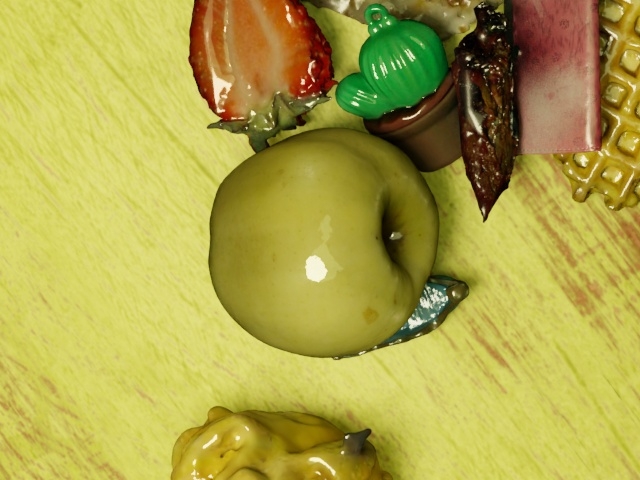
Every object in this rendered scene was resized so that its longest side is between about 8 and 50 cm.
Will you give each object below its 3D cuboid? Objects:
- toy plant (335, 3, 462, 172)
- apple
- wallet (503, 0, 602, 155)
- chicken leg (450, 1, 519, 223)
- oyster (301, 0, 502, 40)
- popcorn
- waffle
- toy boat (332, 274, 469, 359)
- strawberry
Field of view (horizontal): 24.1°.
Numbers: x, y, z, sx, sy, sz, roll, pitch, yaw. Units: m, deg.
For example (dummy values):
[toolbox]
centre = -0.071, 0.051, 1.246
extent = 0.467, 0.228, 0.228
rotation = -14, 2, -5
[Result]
[toy plant]
centre = 0.089, -0.172, 1.689
extent = 0.143, 0.105, 0.200
rotation = -25, 108, 26
[apple]
centre = 0.000, 0.000, 1.657
extent = 0.262, 0.262, 0.262
rotation = 2, 101, 9
[wallet]
centre = 0.257, -0.211, 1.659
extent = 0.119, 0.025, 0.232
rotation = 1, 94, 40
[chicken leg]
centre = 0.182, -0.143, 1.647
extent = 0.063, 0.105, 0.233
rotation = 3, 106, 32
[oyster]
centre = 0.103, -0.322, 1.663
extent = 0.396, 0.111, 0.204
rotation = 5, 140, 14
[popcorn]
centre = -0.026, 0.313, 1.705
extent = 0.316, 0.297, 0.281
rotation = 52, 123, 30
[waffle]
centre = 0.366, -0.163, 1.676
extent = 0.291, 0.051, 0.291
rotation = 2, 101, 10
[toy boat]
centre = 0.089, 0.085, 1.754
extent = 0.185, 0.077, 0.075
rotation = -19, 96, 12
[strawberry]
centre = -0.080, -0.228, 1.718
extent = 0.174, 0.098, 0.228
rotation = -32, 86, 24
